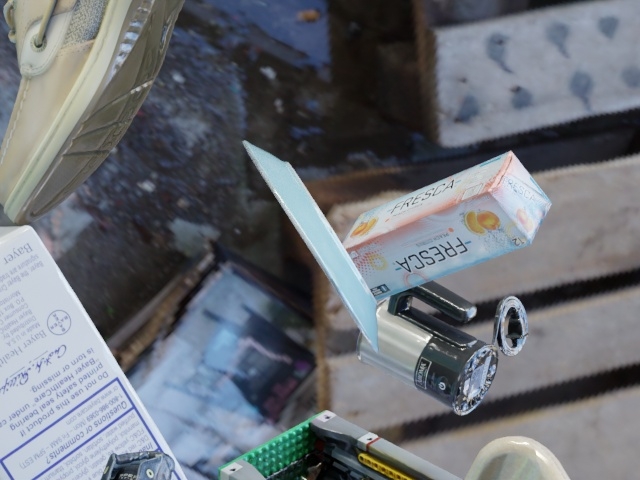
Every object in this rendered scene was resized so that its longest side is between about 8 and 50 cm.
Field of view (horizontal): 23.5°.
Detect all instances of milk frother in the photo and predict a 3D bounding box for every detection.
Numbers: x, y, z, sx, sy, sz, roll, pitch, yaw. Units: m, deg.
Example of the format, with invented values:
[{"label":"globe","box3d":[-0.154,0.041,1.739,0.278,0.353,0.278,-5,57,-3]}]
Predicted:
[{"label":"milk frother","box3d":[0.140,0.104,1.693,0.143,0.135,0.129,0,113,-56]}]

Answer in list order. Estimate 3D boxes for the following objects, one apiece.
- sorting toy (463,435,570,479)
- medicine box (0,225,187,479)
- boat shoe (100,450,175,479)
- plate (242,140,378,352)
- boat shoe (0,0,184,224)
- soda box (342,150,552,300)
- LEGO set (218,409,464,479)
[{"label":"sorting toy","box3d":[0.082,0.213,0.603,0.038,0.208,0.193,0,129,-31]},{"label":"medicine box","box3d":[-0.295,0.141,1.437,0.149,0.263,0.289,-35,105,-23]},{"label":"boat shoe","box3d":[-0.152,0.205,1.147,0.065,0.183,0.083,4,90,6]},{"label":"plate","box3d":[0.000,0.000,1.152,0.024,0.188,0.188,-33,120,0]},{"label":"boat shoe","box3d":[-0.160,-0.153,1.047,0.098,0.109,0.302,31,109,8]},{"label":"soda box","box3d":[0.102,-0.010,1.300,0.063,0.183,0.058,50,46,-18]},{"label":"LEGO set","box3d":[-0.010,0.259,0.880,0.331,0.192,0.255,-14,118,-46]}]
